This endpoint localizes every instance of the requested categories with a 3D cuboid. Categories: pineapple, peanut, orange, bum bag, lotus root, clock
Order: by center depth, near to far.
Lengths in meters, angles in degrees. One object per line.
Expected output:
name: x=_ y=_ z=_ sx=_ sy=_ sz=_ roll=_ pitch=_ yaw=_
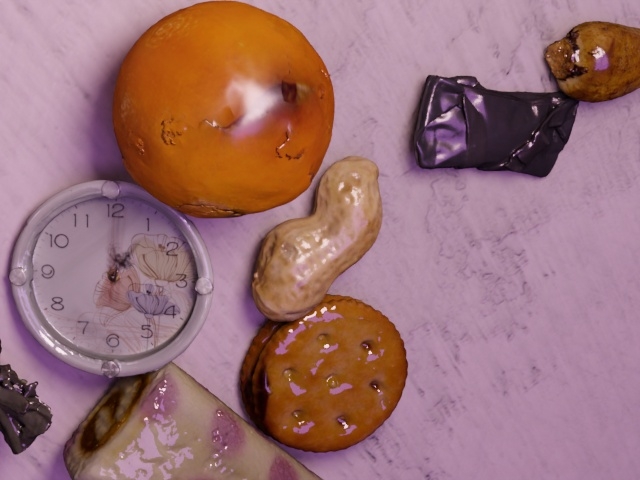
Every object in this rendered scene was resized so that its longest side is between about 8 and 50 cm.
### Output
orange: x=-0.105 y=-0.140 z=1.549 sx=0.246 sy=0.246 sz=0.246 roll=-8 pitch=112 yaw=-21
pineapple: x=-0.433 y=0.137 z=1.560 sx=0.170 sy=0.141 sz=0.310 roll=-29 pitch=131 yaw=32
clock: x=-0.239 y=0.042 z=1.639 sx=0.236 sy=0.053 sz=0.236 roll=1 pitch=103 yaw=3
peanut: x=0.000 y=0.000 z=1.728 sx=0.229 sy=0.098 sz=0.103 roll=-49 pitch=140 yaw=-3
bum bag: x=0.225 y=-0.142 z=1.793 sx=0.248 sy=0.060 sz=0.123 roll=3 pitch=104 yaw=-27
lotus root: x=0.385 y=-0.234 z=1.813 sx=0.190 sy=0.094 sz=0.108 roll=-9 pitch=147 yaw=-26

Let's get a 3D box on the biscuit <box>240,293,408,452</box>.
biscuit: x=0.006 y=0.173 z=1.812 sx=0.220 sy=0.066 sz=0.220 roll=-8 pitch=112 yaw=-20

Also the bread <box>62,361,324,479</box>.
bread: x=-0.139 y=0.297 z=1.744 sx=0.187 sy=0.155 sz=0.338 roll=-49 pitch=120 yaw=-5
